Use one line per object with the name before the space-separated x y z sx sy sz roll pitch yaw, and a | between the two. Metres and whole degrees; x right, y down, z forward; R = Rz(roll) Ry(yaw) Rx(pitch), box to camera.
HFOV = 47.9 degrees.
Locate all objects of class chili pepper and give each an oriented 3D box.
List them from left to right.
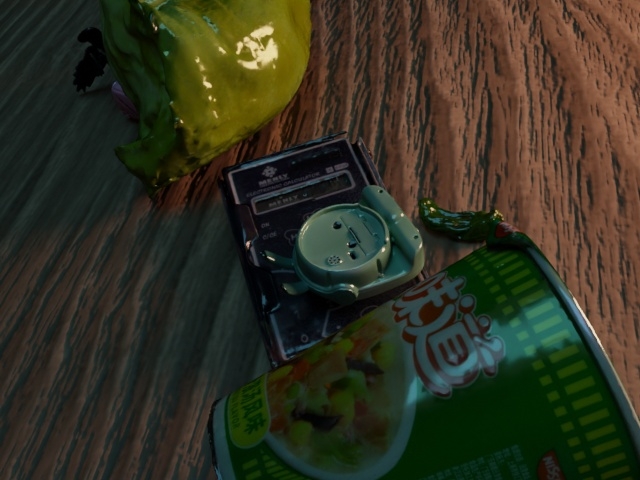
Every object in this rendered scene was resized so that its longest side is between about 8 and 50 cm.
chili pepper | 0.138 -0.019 0.710 0.091 0.034 0.030 11 17 27

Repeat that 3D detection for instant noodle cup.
instant noodle cup | 0.059 0.123 0.478 0.232 0.207 0.207 -24 43 4

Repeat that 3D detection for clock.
clock | 0.019 0.011 0.651 0.135 0.041 0.101 -24 49 -11

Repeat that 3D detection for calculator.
calculator | 0.000 0.000 0.710 0.165 0.028 0.274 -19 50 -3

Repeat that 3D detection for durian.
durian | -0.131 -0.239 0.864 0.339 0.204 0.256 -35 85 -26

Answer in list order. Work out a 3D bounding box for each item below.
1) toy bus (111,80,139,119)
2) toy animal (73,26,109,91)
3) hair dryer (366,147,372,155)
toy bus | -0.190 -0.239 1.000 0.090 0.063 0.203 23 57 32
toy animal | -0.282 -0.266 0.996 0.220 0.062 0.108 -30 8 29
hair dryer | 0.017 -0.094 0.820 0.083 0.026 0.047 -14 44 -3
